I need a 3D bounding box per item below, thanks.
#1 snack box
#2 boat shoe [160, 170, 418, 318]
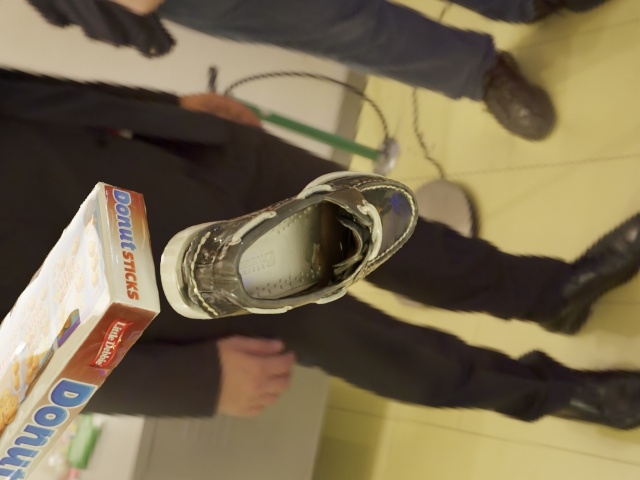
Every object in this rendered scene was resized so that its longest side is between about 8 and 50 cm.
[{"bbox_3d":[-0.121,0.058,0.493,0.178,0.022,0.064,-49,38,32],"label":"snack box"},{"bbox_3d":[0.000,0.000,0.437,0.038,0.125,0.046,-3,97,44],"label":"boat shoe"}]
